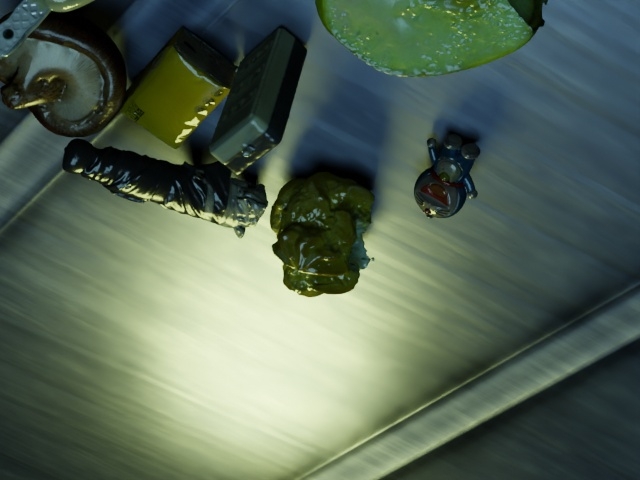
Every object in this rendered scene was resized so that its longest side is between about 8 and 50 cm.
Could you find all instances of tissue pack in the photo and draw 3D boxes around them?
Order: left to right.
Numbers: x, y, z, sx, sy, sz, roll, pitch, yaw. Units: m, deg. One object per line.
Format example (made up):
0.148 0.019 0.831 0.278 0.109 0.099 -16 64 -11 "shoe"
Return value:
-0.226 -0.239 1.914 0.120 0.082 0.169 35 129 -19 "tissue pack"

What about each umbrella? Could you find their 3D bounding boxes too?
-0.253 -0.104 1.994 0.357 0.106 0.113 17 140 -28 "umbrella"

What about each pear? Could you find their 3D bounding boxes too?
0.130 -0.362 1.676 0.282 0.176 0.286 -29 117 34 "pear"

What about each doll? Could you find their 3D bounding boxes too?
0.204 -0.097 1.968 0.114 0.085 0.152 32 124 12 "doll"

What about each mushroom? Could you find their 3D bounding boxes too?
-0.404 -0.273 1.885 0.194 0.138 0.231 -27 124 7 "mushroom"

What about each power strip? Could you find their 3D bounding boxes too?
-0.092 -0.209 1.797 0.070 0.257 0.105 37 128 -22 "power strip"

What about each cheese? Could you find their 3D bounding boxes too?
-0.397 -0.359 1.773 0.127 0.235 0.050 39 172 6 "cheese"

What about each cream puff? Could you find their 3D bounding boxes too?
-0.006 -0.001 2.035 0.194 0.195 0.221 4 130 7 "cream puff"
